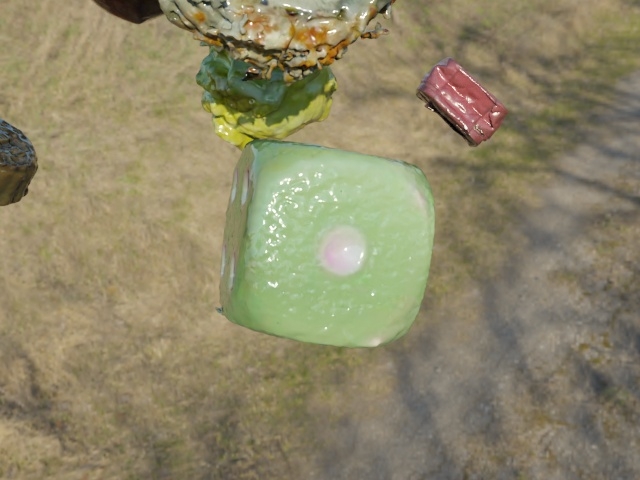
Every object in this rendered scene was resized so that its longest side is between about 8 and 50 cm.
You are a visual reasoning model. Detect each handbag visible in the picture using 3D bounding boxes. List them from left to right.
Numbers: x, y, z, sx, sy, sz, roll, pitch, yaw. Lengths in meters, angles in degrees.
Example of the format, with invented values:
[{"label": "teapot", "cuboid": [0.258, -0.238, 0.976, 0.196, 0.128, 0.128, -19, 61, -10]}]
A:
[{"label": "handbag", "cuboid": [0.348, -0.342, 2.038, 0.135, 0.225, 0.146, -46, 4, 6]}]

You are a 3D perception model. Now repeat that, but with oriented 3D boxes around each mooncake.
[{"label": "mooncake", "cuboid": [-0.743, -0.189, 1.834, 0.228, 0.124, 0.228, 32, 23, -16]}]

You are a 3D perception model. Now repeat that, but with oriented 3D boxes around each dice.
[{"label": "dice", "cuboid": [0.000, 0.000, 1.434, 0.318, 0.322, 0.330, 8, 2, -14]}]

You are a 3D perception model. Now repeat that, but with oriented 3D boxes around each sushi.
[{"label": "sushi", "cuboid": [-0.053, -0.428, 1.160, 0.417, 0.417, 0.176, -16, -7, -24]}]

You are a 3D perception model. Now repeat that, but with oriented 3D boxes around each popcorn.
[{"label": "popcorn", "cuboid": [-0.114, -0.344, 1.703, 0.312, 0.312, 0.312, -4, 23, 2]}]

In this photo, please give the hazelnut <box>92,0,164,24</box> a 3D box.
[{"label": "hazelnut", "cuboid": [-0.483, -0.785, 2.140, 0.421, 0.421, 0.353, 5, 44, 22]}]
